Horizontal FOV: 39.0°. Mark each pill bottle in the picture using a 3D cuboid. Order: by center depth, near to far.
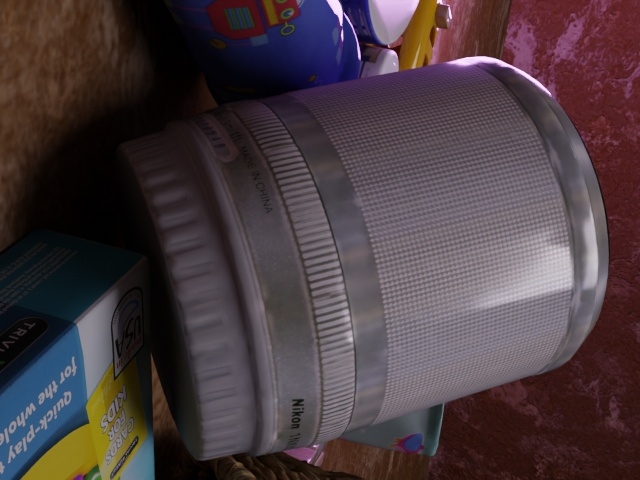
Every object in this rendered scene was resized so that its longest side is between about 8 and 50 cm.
[{"bbox_3d":[0.002,-0.141,0.779,0.067,0.120,0.067,13,90,-75],"label":"pill bottle"}]

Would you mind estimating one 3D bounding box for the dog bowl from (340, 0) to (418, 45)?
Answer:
[{"bbox_3d":[0.032,-0.306,0.779,0.265,0.104,0.265,13,90,-75],"label":"dog bowl"}]

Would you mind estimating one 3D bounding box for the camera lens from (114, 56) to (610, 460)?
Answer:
[{"bbox_3d":[0.026,0.007,0.588,0.219,0.274,0.219,166,-90,-72],"label":"camera lens"}]

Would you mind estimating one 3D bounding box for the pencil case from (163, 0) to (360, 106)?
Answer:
[{"bbox_3d":[-0.054,-0.186,0.551,0.306,0.119,0.133,65,10,-65],"label":"pencil case"}]

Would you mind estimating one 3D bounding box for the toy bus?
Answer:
[{"bbox_3d":[0.097,-0.262,1.048,0.191,0.104,0.202,-59,157,-49],"label":"toy bus"}]

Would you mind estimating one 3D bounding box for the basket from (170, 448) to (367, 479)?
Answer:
[{"bbox_3d":[-0.092,0.314,0.718,0.223,0.213,0.299,22,82,-52],"label":"basket"}]

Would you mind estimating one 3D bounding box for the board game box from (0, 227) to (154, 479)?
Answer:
[{"bbox_3d":[-0.183,0.200,0.493,0.254,0.079,0.336,-53,152,-56],"label":"board game box"}]

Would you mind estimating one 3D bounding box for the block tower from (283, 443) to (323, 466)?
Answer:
[{"bbox_3d":[-0.071,0.361,1.003,0.091,0.097,0.335,-37,137,-68],"label":"block tower"}]

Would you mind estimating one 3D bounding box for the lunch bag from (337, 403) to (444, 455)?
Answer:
[{"bbox_3d":[0.022,0.034,0.806,0.160,0.223,0.262,-49,149,-74],"label":"lunch bag"}]
